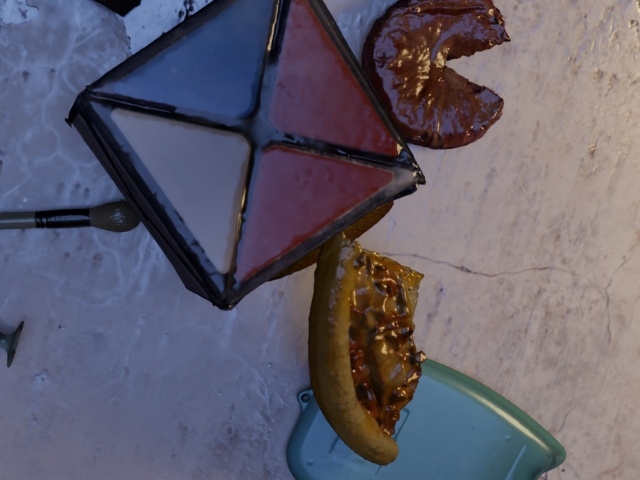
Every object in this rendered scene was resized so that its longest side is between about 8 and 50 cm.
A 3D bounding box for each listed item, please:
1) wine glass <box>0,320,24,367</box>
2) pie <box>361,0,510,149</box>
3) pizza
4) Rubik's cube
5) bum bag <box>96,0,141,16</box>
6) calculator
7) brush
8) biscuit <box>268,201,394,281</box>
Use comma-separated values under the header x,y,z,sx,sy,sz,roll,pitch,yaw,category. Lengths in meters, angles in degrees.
x,y,z,sx,sy,sz,roll,pitch,yaw,category
-0.467,0.112,1.628,0.155,0.073,0.073,16,95,-14,wine glass
0.158,-0.228,1.676,0.204,0.054,0.218,-11,99,-7,pie
0.065,0.136,1.613,0.182,0.074,0.365,-20,120,-27,pizza
-0.097,-0.123,1.521,0.305,0.310,0.307,-36,101,-10,Rubik's cube
-0.287,-0.331,1.608,0.124,0.034,0.058,24,85,-11,bum bag
0.139,0.299,1.750,0.386,0.054,0.256,27,93,-7,calculator
-0.384,-0.029,1.640,0.299,0.039,0.042,-1,94,-5,brush
0.008,-0.002,1.652,0.206,0.126,0.025,-31,79,4,biscuit
